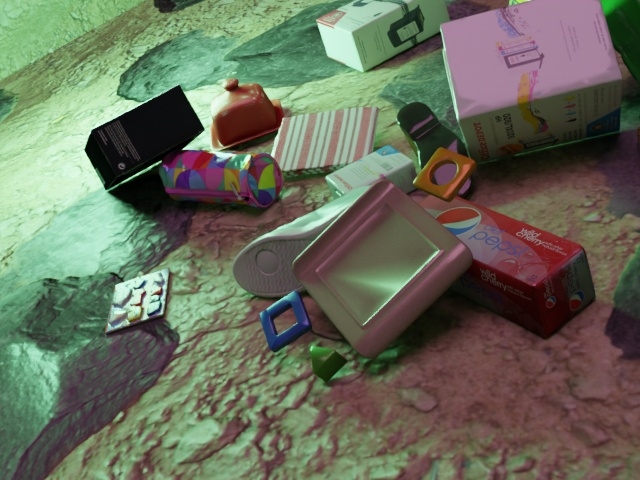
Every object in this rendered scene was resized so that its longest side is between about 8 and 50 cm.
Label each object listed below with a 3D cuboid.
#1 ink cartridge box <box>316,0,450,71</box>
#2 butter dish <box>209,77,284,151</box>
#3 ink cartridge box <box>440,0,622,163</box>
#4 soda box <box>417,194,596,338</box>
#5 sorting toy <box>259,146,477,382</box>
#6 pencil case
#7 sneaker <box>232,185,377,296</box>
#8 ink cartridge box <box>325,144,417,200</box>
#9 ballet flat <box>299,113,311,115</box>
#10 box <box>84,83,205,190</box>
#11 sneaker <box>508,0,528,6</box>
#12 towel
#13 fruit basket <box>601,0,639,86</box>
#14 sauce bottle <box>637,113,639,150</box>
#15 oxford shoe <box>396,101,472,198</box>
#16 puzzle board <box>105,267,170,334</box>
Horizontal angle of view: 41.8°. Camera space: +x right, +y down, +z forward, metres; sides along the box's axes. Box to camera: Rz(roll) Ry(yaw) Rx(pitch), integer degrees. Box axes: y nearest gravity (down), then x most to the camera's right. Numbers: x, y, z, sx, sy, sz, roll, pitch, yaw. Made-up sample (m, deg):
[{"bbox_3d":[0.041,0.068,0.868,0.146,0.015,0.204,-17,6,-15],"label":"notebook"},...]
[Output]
[{"bbox_3d":[0.139,-0.480,1.850,0.237,0.100,0.172,-30,33,-14],"label":"ink cartridge box"},{"bbox_3d":[-0.164,-0.270,1.690,0.160,0.118,0.160,-19,32,3],"label":"butter dish"},{"bbox_3d":[0.315,-0.243,1.265,0.232,0.171,0.168,-12,68,14],"label":"ink cartridge box"},{"bbox_3d":[0.210,0.021,1.059,0.092,0.084,0.263,-34,33,-20],"label":"soda box"},{"bbox_3d":[0.078,0.034,1.058,0.347,0.047,0.196,-44,45,2],"label":"sorting toy"},{"bbox_3d":[-0.178,-0.110,1.476,0.236,0.104,0.104,6,41,39],"label":"pencil case"},{"bbox_3d":[0.001,0.000,1.228,0.255,0.094,0.151,-24,7,20],"label":"sneaker"},{"bbox_3d":[0.082,-0.094,1.339,0.122,0.052,0.088,-26,31,-11],"label":"ink cartridge box"},{"bbox_3d":[-0.010,-0.215,1.595,0.041,0.041,0.114,-25,33,-7],"label":"ballet flat"},{"bbox_3d":[-0.342,-0.191,1.600,0.184,0.103,0.261,-29,7,-18],"label":"box"},{"bbox_3d":[0.399,-0.377,1.497,0.145,0.147,0.385,-15,33,6],"label":"sneaker"},{"bbox_3d":[0.007,-0.174,1.501,0.197,0.029,0.144,-4,51,21],"label":"towel"},{"bbox_3d":[0.606,-0.365,1.243,0.353,0.165,0.327,-24,74,-6],"label":"fruit basket"},{"bbox_3d":[0.477,-0.150,1.206,0.042,0.042,0.128,-9,32,19],"label":"sauce bottle"},{"bbox_3d":[0.190,-0.132,1.326,0.076,0.076,0.212,-27,47,6],"label":"oxford shoe"},{"bbox_3d":[-0.285,0.091,1.311,0.096,0.011,0.128,-17,31,5],"label":"puzzle board"}]
